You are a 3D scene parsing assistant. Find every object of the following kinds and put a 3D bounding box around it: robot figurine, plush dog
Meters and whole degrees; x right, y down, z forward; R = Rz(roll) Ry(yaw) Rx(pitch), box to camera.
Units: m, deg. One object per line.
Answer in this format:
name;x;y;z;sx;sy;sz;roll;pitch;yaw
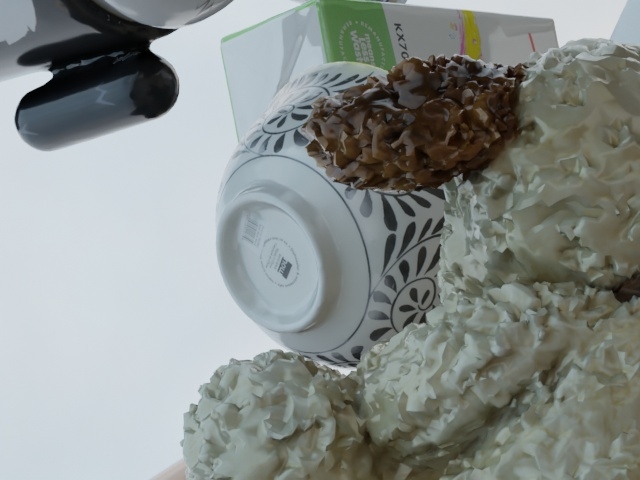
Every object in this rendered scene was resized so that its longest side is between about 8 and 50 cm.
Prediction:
robot figurine;-0.154;-0.177;1.013;0.209;0.278;0.173;50;-136;-36
plush dog;0.102;0.033;0.719;0.262;0.210;0.225;11;-102;-38

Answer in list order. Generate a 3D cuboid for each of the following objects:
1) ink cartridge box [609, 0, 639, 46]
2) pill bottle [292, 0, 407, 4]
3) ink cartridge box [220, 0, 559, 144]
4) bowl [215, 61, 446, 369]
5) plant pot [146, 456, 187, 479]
ink cartridge box;0.250;-0.073;1.190;0.154;0.093;0.212;14;-72;-26
pill bottle;-0.010;-0.242;1.564;0.169;0.094;0.094;14;-83;-30
ink cartridge box;0.101;-0.074;1.517;0.353;0.119;0.207;-3;-101;-46
bowl;0.000;0.000;0.965;0.080;0.170;0.170;-24;-53;-45
plant pot;-0.046;0.241;1.057;0.203;0.291;0.291;-46;-38;-20
